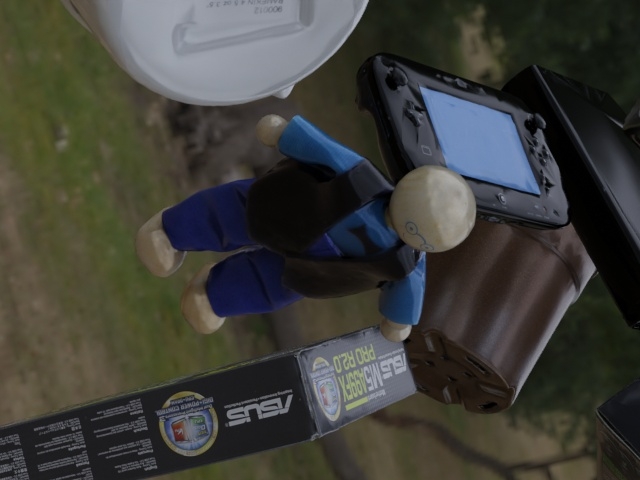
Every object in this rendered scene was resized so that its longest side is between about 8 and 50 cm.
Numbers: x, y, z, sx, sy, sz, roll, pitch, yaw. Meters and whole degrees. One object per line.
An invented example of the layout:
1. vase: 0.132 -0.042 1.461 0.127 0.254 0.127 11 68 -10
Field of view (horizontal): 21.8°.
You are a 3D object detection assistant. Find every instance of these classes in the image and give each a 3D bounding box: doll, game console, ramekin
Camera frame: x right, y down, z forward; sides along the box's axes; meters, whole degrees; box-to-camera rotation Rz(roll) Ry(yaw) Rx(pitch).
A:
1. doll: 0.000 0.000 0.766 0.129 0.189 0.046 54 49 -18
2. game console: 0.154 -0.040 1.139 0.361 0.044 0.213 10 47 -50
3. ramekin: -0.085 -0.247 1.383 0.135 0.277 0.277 56 -6 47

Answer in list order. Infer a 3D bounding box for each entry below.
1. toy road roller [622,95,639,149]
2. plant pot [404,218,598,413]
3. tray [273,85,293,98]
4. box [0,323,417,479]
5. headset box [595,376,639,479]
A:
1. toy road roller: 0.355 -0.096 0.908 0.202 0.329 0.240 47 -21 -8
2. plant pot: 0.141 0.051 1.453 0.165 0.167 0.167 -60 146 -26
3. tray: -0.109 -0.253 1.627 0.270 0.145 0.030 25 10 -24
4. box: -0.090 0.125 1.186 0.216 0.270 0.060 -9 84 -70
5. headset box: 0.375 0.185 1.462 0.131 0.246 0.283 48 -15 33
